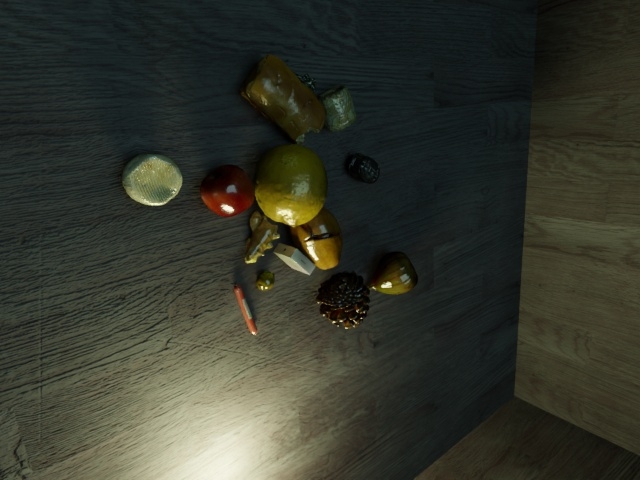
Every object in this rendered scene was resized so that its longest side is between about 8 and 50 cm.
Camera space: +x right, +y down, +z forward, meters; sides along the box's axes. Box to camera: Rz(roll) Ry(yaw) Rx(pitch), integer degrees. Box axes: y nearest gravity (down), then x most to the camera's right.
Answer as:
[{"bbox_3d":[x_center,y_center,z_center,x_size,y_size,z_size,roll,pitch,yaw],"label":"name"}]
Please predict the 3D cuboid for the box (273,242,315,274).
[{"bbox_3d":[-0.107,0.074,1.779,0.130,0.129,0.051,44,73,-36],"label":"box"}]

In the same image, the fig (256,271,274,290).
[{"bbox_3d":[-0.217,0.158,1.751,0.088,0.074,0.074,-51,128,-41],"label":"fig"}]

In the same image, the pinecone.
[{"bbox_3d":[0.112,0.285,1.941,0.246,0.246,0.292,-46,140,-21],"label":"pinecone"}]

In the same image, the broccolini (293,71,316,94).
[{"bbox_3d":[-0.099,-0.608,1.670,0.203,0.068,0.091,3,118,-38],"label":"broccolini"}]

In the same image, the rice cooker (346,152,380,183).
[{"bbox_3d":[0.194,-0.320,1.948,0.165,0.106,0.112,28,86,-50],"label":"rice cooker"}]

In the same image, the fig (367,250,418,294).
[{"bbox_3d":[0.312,0.201,2.125,0.321,0.217,0.217,-32,120,-6],"label":"fig"}]

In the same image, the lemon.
[{"bbox_3d":[-0.112,-0.206,1.607,0.297,0.297,0.297,-10,106,-37],"label":"lemon"}]

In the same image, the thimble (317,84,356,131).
[{"bbox_3d":[0.072,-0.543,1.776,0.190,0.137,0.143,-53,130,-46],"label":"thimble"}]

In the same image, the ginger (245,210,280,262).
[{"bbox_3d":[-0.230,-0.006,1.692,0.115,0.081,0.205,11,92,-33],"label":"ginger"}]

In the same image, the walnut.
[{"bbox_3d":[0.000,0.000,1.809,0.209,0.209,0.336,-47,132,-21],"label":"walnut"}]

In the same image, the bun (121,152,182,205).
[{"bbox_3d":[-0.538,-0.204,1.387,0.183,0.102,0.183,-18,128,-25],"label":"bun"}]

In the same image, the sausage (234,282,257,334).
[{"bbox_3d":[-0.299,0.276,1.735,0.034,0.034,0.253,-31,118,-30],"label":"sausage"}]

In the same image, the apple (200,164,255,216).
[{"bbox_3d":[-0.324,-0.171,1.520,0.181,0.181,0.168,-40,125,-25],"label":"apple"}]

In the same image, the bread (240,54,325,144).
[{"bbox_3d":[-0.125,-0.512,1.608,0.344,0.149,0.195,36,84,-38],"label":"bread"}]
